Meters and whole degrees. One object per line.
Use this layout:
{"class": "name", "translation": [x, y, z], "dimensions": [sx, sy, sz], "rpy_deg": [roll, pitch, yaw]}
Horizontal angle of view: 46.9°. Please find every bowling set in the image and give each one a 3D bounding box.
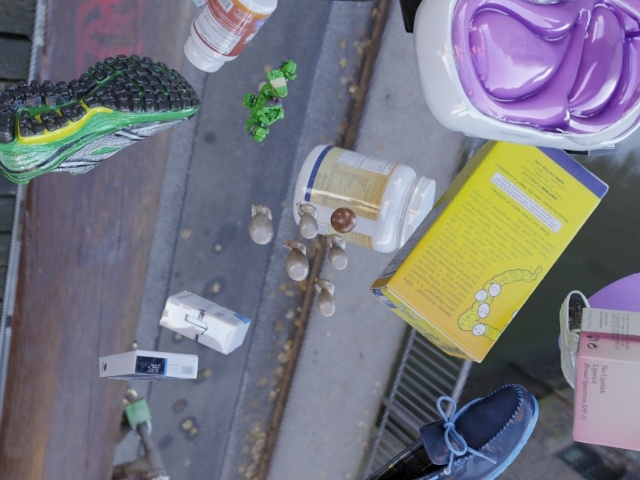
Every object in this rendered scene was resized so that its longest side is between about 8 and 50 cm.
{"class": "bowling set", "translation": [0.000, 0.000, 1.571], "dimensions": [0.200, 0.154, 0.287], "rpy_deg": [-35, 109, 10]}

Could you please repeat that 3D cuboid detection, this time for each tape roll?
{"class": "tape roll", "translation": [0.649, 0.192, 1.560], "dimensions": [0.274, 0.090, 0.275], "rpy_deg": [-14, 138, -14]}

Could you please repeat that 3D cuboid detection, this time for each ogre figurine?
{"class": "ogre figurine", "translation": [-0.121, -0.306, 1.676], "dimensions": [0.096, 0.118, 0.197], "rpy_deg": [7, 81, -24]}

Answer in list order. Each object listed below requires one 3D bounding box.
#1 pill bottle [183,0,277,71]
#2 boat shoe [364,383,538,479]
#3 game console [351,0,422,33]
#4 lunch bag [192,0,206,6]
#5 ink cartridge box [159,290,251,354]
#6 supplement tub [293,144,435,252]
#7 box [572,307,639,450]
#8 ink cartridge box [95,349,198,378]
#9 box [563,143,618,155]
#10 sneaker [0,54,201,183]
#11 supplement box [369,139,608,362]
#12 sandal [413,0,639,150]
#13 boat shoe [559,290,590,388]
{"class": "pill bottle", "translation": [-0.195, -0.456, 1.541], "dimensions": [0.121, 0.121, 0.216], "rpy_deg": [-2, 152, -43]}
{"class": "boat shoe", "translation": [0.155, 0.268, 0.915], "dimensions": [0.089, 0.109, 0.258], "rpy_deg": [42, 97, -17]}
{"class": "game console", "translation": [0.069, -0.362, 1.071], "dimensions": [0.213, 0.361, 0.044], "rpy_deg": [36, 62, -76]}
{"class": "lunch bag", "translation": [-0.229, -0.640, 1.549], "dimensions": [0.223, 0.160, 0.262], "rpy_deg": [-21, 129, 12]}
{"class": "ink cartridge box", "translation": [-0.309, 0.219, 1.991], "dimensions": [0.148, 0.203, 0.086], "rpy_deg": [-9, 121, -79]}
{"class": "supplement tub", "translation": [0.112, -0.100, 1.863], "dimensions": [0.228, 0.316, 0.228], "rpy_deg": [17, 90, -75]}
{"class": "box", "translation": [0.463, 0.192, 0.985], "dimensions": [0.127, 0.232, 0.149], "rpy_deg": [-49, 138, -56]}
{"class": "ink cartridge box", "translation": [-0.460, 0.328, 1.910], "dimensions": [0.165, 0.332, 0.065], "rpy_deg": [10, 75, -31]}
{"class": "box", "translation": [0.418, -0.240, 1.252], "dimensions": [0.056, 0.231, 0.183], "rpy_deg": [-4, 101, -13]}
{"class": "sneaker", "translation": [-0.351, -0.190, 1.160], "dimensions": [0.343, 0.134, 0.146], "rpy_deg": [-19, 152, -29]}
{"class": "supplement box", "translation": [0.274, 0.004, 1.248], "dimensions": [0.356, 0.195, 0.194], "rpy_deg": [-51, 180, -7]}
{"class": "sandal", "translation": [0.244, -0.160, 0.661], "dimensions": [0.416, 0.102, 0.169], "rpy_deg": [-19, 102, -41]}
{"class": "boat shoe", "translation": [0.445, 0.169, 1.256], "dimensions": [0.063, 0.066, 0.184], "rpy_deg": [73, 23, -49]}
